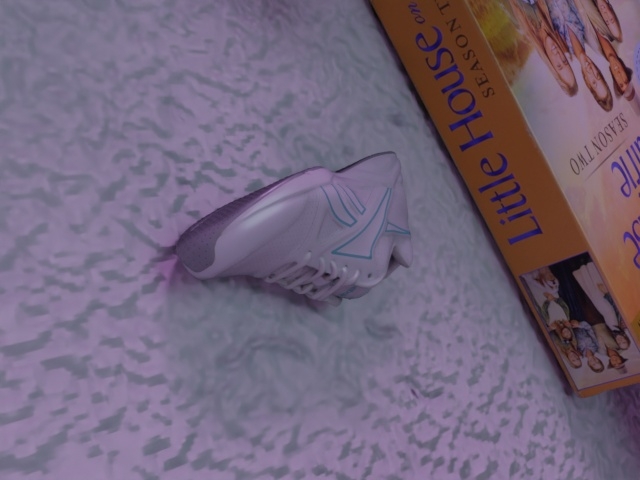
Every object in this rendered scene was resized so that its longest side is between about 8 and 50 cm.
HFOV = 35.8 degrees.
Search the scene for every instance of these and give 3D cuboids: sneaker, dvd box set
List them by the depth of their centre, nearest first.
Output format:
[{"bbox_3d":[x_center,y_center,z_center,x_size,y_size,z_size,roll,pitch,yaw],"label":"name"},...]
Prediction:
[{"bbox_3d":[0.000,0.000,0.436,0.152,0.053,0.061,-18,88,-53],"label":"sneaker"},{"bbox_3d":[0.153,-0.146,0.690,0.307,0.062,0.421,-34,97,-52],"label":"dvd box set"}]
